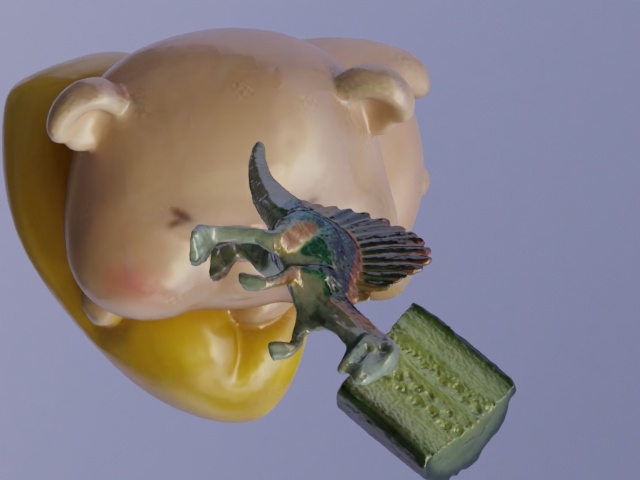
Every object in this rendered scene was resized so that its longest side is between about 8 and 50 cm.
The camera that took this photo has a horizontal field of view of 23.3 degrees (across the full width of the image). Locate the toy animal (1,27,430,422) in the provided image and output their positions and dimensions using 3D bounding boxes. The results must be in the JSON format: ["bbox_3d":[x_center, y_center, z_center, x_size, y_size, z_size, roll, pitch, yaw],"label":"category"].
[{"bbox_3d":[-0.032,-0.025,1.064,0.247,0.345,0.278,-28,-111,59],"label":"toy animal"}]

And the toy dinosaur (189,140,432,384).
[{"bbox_3d":[0.000,0.003,0.728,0.106,0.187,0.044,6,-64,9],"label":"toy dinosaur"}]

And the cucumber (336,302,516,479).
[{"bbox_3d":[0.074,0.123,1.188,0.115,0.116,0.062,36,-40,23],"label":"cucumber"}]
